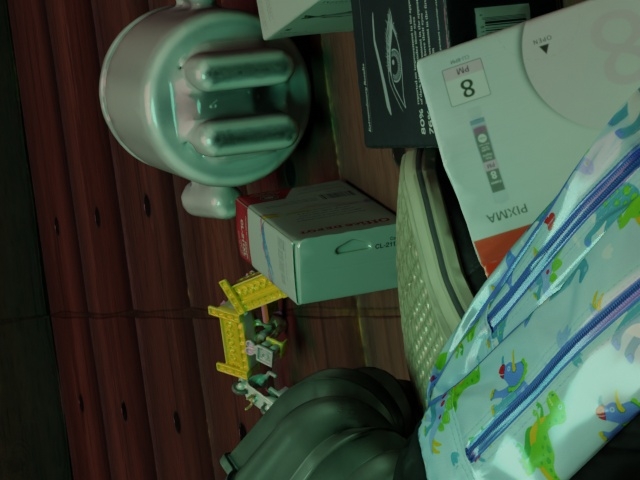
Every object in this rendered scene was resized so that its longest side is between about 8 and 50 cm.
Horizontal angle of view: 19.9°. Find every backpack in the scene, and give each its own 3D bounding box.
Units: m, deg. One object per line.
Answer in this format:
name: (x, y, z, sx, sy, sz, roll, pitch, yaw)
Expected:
backpack: (0.232, 0.062, 1.097, 0.355, 0.290, 0.273, 132, 135, -55)

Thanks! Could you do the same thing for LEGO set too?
LEGO set: (-0.045, 0.073, 2.145, 0.132, 0.107, 0.287, 34, 134, 17)

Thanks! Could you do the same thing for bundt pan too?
bundt pan: (0.088, 0.219, 1.529, 0.124, 0.331, 0.331, -59, 33, 14)

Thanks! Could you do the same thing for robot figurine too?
robot figurine: (-0.138, -0.169, 2.099, 0.353, 0.200, 0.299, -157, 65, -66)

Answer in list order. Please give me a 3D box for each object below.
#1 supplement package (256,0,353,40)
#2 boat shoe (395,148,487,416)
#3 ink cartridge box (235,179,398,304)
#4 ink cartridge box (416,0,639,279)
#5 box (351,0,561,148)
supplement package: (0.008, -0.271, 1.806, 0.179, 0.105, 0.105, 159, 102, -70)
boat shoe: (0.158, 0.073, 1.480, 0.500, 0.156, 0.186, -111, 16, -61)
ink cartridge box: (0.000, 0.000, 1.896, 0.175, 0.127, 0.072, -142, 46, -62)
ink cartridge box: (0.188, -0.050, 1.296, 0.066, 0.189, 0.232, 47, -153, -66)
box: (0.115, -0.158, 1.556, 0.207, 0.108, 0.153, -169, 72, -69)
